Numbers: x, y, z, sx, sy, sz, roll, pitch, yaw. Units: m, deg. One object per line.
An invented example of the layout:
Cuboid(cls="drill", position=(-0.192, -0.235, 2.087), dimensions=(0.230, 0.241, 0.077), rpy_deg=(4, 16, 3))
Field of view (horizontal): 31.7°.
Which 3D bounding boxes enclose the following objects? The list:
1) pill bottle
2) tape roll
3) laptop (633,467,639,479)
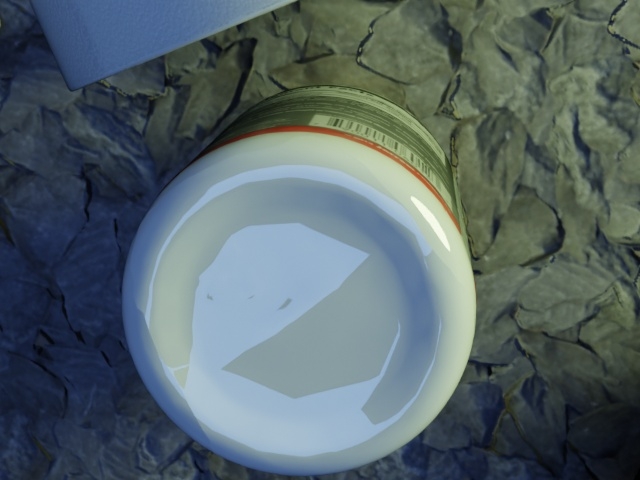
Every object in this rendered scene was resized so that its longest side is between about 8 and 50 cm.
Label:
Cuboid(cls="pill bottle", position=(0.000, 0.000, 0.810), dimensions=(0.210, 0.363, 0.210), rpy_deg=(1, 104, 5))
Cuboid(cls="tape roll", position=(0.001, -0.202, 0.747), dimensions=(0.392, 0.392, 0.072), rpy_deg=(-20, 101, 10))
Cuboid(cls="laptop", position=(0.407, 0.255, 0.911), dimensions=(0.236, 0.408, 0.382), rpy_deg=(32, 108, 32))
